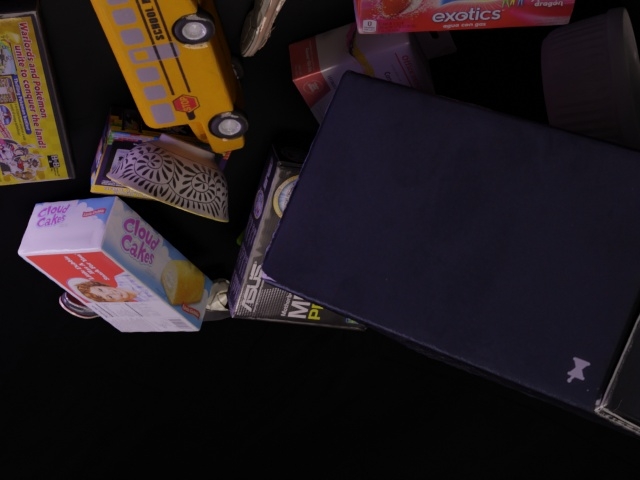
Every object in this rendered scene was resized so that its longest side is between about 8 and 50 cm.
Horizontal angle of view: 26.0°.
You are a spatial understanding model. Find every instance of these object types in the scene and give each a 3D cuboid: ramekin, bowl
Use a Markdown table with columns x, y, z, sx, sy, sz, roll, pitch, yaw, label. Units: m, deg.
| x | y | z | sx | sy | sz | roll | pitch | yaw | label |
| --- | --- | --- | --- | --- | --- | --- | --- | --- | --- |
| 0.352 | -0.187 | 1.775 | 0.109 | 0.207 | 0.207 | -9 | 146 | 19 | ramekin |
| -0.186 | -0.090 | 1.807 | 0.170 | 0.170 | 0.080 | 19 | 94 | -31 | bowl |

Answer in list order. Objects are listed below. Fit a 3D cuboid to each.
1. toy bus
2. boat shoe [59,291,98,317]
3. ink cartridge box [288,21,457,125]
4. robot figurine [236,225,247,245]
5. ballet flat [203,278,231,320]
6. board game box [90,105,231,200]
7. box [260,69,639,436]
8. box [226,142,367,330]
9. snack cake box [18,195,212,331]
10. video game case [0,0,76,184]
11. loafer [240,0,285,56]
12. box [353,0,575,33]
| x | y | z | sx | sy | sz | roll | pitch | yaw | label |
| --- | --- | --- | --- | --- | --- | --- | --- | --- | --- |
| -0.179 | -0.241 | 1.681 | 0.130 | 0.108 | 0.332 | -10 | 145 | 5 | toy bus |
| -0.341 | 0.097 | 2.178 | 0.137 | 0.049 | 0.043 | 13 | 137 | -30 | boat shoe |
| 0.073 | -0.225 | 1.782 | 0.198 | 0.067 | 0.115 | -18 | 144 | 14 | ink cartridge box |
| -0.077 | 0.014 | 2.091 | 0.101 | 0.067 | 0.115 | 41 | 130 | -9 | robot figurine |
| -0.137 | 0.085 | 2.180 | 0.203 | 0.074 | 0.074 | 0 | 145 | -20 | ballet flat |
| -0.219 | -0.114 | 1.905 | 0.170 | 0.048 | 0.141 | 7 | 144 | -19 | board game box |
| 0.272 | 0.045 | 1.741 | 0.480 | 0.297 | 0.472 | 20 | 177 | 34 | box |
| 0.000 | 0.000 | 2.012 | 0.216 | 0.060 | 0.270 | 7 | 120 | -20 | box |
| -0.296 | 0.041 | 2.038 | 0.152 | 0.089 | 0.264 | -2 | 151 | 30 | snack cake box |
| -0.455 | -0.176 | 1.754 | 0.248 | 0.035 | 0.275 | -6 | 134 | -2 | video game case |
| -0.067 | -0.274 | 1.714 | 0.039 | 0.045 | 0.125 | 0 | 142 | -22 | loafer |
| 0.163 | -0.329 | 1.600 | 0.257 | 0.128 | 0.122 | -3 | 144 | -5 | box |
